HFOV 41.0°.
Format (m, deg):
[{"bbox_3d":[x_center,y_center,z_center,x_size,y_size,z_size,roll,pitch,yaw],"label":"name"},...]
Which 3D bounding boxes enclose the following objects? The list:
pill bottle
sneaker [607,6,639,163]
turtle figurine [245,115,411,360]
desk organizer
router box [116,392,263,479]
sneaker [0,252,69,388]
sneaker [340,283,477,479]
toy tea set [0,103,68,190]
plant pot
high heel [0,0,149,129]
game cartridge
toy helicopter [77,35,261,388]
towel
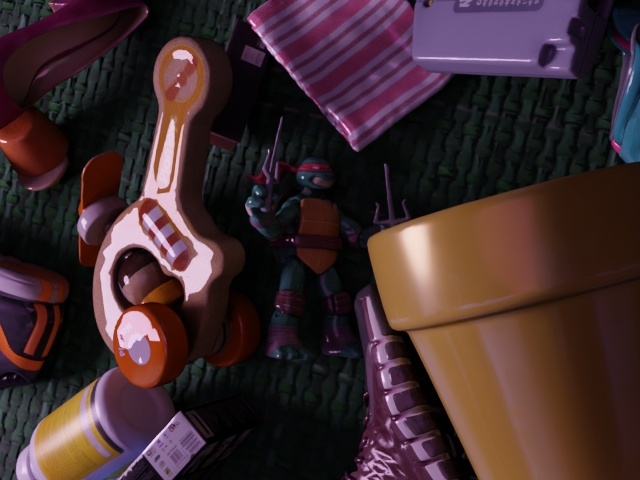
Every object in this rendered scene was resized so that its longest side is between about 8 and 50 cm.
[{"bbox_3d":[-0.253,0.221,0.945,0.184,0.103,0.103,-35,75,28],"label":"pill bottle"},{"bbox_3d":[0.341,-0.177,0.733,0.178,0.124,0.296,29,99,11],"label":"sneaker"},{"bbox_3d":[0.000,0.000,0.862,0.175,0.118,0.234,2,89,-19],"label":"turtle figurine"},{"bbox_3d":[-0.093,-0.167,0.935,0.047,0.050,0.130,20,78,-11],"label":"desk organizer"},{"bbox_3d":[-0.155,0.243,0.896,0.046,0.133,0.179,46,103,17],"label":"router box"},{"bbox_3d":[-0.464,0.085,1.030,0.321,0.124,0.180,19,93,21],"label":"sneaker"},{"bbox_3d":[0.042,0.189,0.780,0.162,0.106,0.282,-28,62,20],"label":"sneaker"},{"bbox_3d":[-0.461,-0.100,1.066,0.335,0.124,0.200,18,65,25],"label":"toy tea set"},{"bbox_3d":[0.186,0.082,0.709,0.253,0.254,0.239,-15,85,20],"label":"plant pot"},{"bbox_3d":[-0.297,-0.198,0.960,0.117,0.082,0.244,16,54,29],"label":"high heel"},{"bbox_3d":[0.191,-0.294,0.786,0.198,0.062,0.297,15,86,50],"label":"game cartridge"},{"bbox_3d":[-0.168,-0.038,0.895,0.234,0.140,0.355,23,108,33],"label":"toy helicopter"},{"bbox_3d":[0.033,-0.205,0.884,0.144,0.029,0.197,-39,75,3],"label":"towel"}]
